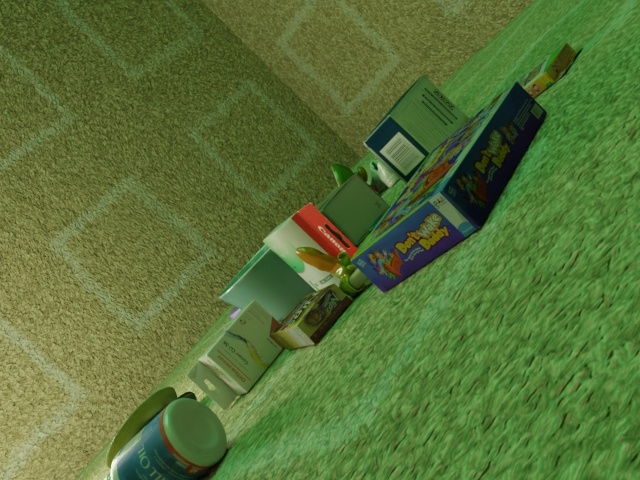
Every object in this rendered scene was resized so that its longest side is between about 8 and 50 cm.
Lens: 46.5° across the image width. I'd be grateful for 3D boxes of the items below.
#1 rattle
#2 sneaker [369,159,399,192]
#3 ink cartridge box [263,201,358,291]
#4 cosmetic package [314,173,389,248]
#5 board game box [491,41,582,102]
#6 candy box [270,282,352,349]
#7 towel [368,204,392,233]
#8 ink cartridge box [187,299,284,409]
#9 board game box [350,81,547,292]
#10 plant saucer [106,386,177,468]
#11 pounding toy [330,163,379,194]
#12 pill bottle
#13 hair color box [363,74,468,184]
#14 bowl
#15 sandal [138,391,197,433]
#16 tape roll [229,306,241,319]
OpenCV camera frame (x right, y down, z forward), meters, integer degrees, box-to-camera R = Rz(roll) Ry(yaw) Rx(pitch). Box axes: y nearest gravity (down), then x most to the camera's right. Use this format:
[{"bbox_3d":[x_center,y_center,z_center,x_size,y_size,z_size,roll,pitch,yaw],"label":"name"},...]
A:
[{"bbox_3d":[0.074,-0.006,1.381,0.199,0.143,0.130,-52,-13,-1],"label":"rattle"},{"bbox_3d":[0.181,-0.205,2.277,0.080,0.094,0.212,-49,5,-13],"label":"sneaker"},{"bbox_3d":[-0.010,0.024,1.542,0.056,0.181,0.225,-49,7,-21],"label":"ink cartridge box"},{"bbox_3d":[0.038,-0.044,1.972,0.153,0.129,0.296,-47,5,-26],"label":"cosmetic package"},{"bbox_3d":[0.415,-0.305,1.524,0.124,0.039,0.259,-51,10,-36],"label":"board game box"},{"bbox_3d":[-0.020,0.146,1.402,0.109,0.053,0.187,-47,6,-21],"label":"candy box"},{"bbox_3d":[0.158,-0.057,1.665,0.119,0.029,0.067,-45,5,21],"label":"towel"},{"bbox_3d":[-0.163,0.233,1.517,0.198,0.115,0.067,-50,7,-30],"label":"ink cartridge box"},{"bbox_3d":[0.213,-0.090,1.212,0.233,0.078,0.347,-41,8,47],"label":"board game box"},{"bbox_3d":[-0.428,0.472,1.843,0.241,0.037,0.241,-50,-18,-23],"label":"plant saucer"},{"bbox_3d":[0.113,-0.163,2.292,0.110,0.183,0.237,-20,3,2],"label":"pounding toy"},{"bbox_3d":[-0.267,0.371,1.236,0.221,0.124,0.124,-45,5,23],"label":"pill bottle"},{"bbox_3d":[0.246,-0.276,1.860,0.105,0.174,0.347,-44,5,34],"label":"hair color box"},{"bbox_3d":[-0.080,0.077,1.793,0.311,0.163,0.311,-46,5,5],"label":"bowl"},{"bbox_3d":[-0.372,0.455,1.791,0.219,0.060,0.090,-39,-25,-33],"label":"sandal"},{"bbox_3d":[-0.135,0.145,2.133,0.275,0.090,0.275,-46,5,6],"label":"tape roll"}]
